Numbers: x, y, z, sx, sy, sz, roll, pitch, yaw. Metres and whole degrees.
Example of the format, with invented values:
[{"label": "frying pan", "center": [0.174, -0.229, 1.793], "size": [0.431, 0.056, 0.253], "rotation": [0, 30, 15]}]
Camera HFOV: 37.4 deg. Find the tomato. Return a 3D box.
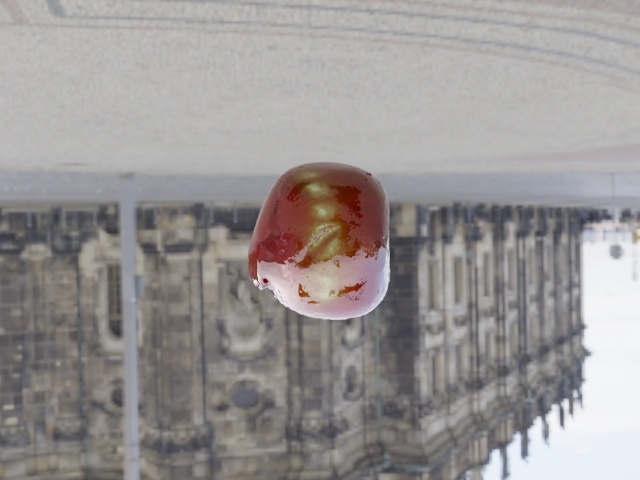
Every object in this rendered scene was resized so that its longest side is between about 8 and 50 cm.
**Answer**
[{"label": "tomato", "center": [0.000, 0.000, 0.498], "size": [0.075, 0.087, 0.087], "rotation": [4, -179, -1]}]
